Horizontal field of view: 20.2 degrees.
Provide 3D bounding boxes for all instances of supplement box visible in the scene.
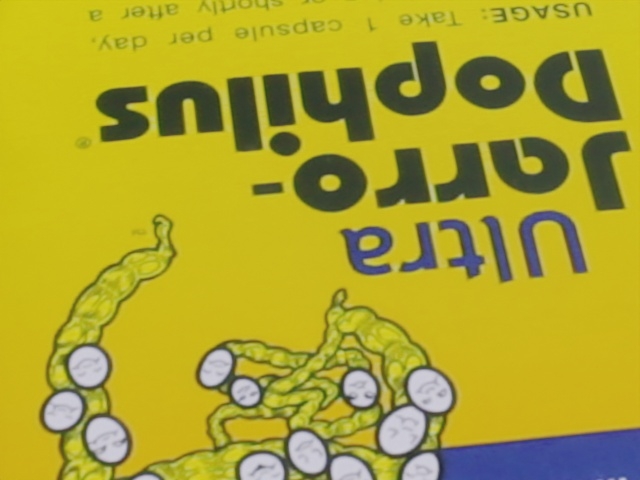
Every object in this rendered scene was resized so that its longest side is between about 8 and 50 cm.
[{"bbox_3d":[0.000,0.000,0.544,0.195,0.357,0.194,-5,144,-5],"label":"supplement box"}]
